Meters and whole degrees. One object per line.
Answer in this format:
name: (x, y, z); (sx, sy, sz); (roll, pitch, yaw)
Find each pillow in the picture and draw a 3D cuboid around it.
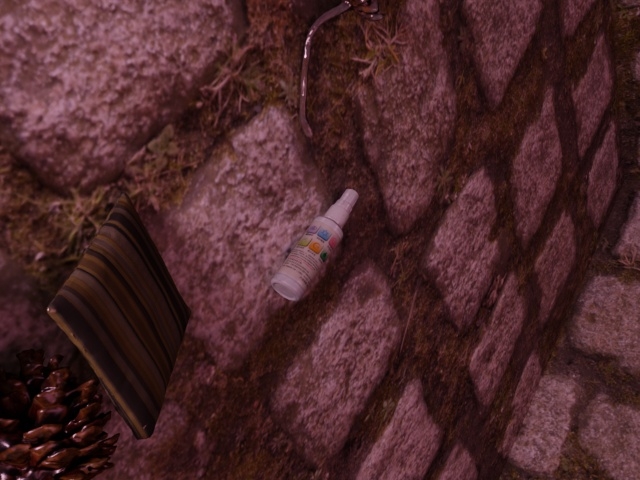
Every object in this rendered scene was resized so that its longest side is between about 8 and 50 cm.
pillow: (-0.216, 0.082, 0.703); (0.212, 0.052, 0.208); (-82, 157, -53)

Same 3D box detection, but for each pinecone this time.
pinecone: (-0.290, 0.196, 0.627); (0.174, 0.174, 0.173); (-19, 116, -48)

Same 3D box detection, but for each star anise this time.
star anise: (0.007, -0.312, 0.954); (0.227, 0.218, 0.148); (-37, 179, 12)

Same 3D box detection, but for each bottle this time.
bottle: (0.000, 0.000, 1.003); (0.217, 0.060, 0.060); (-55, 138, -24)
